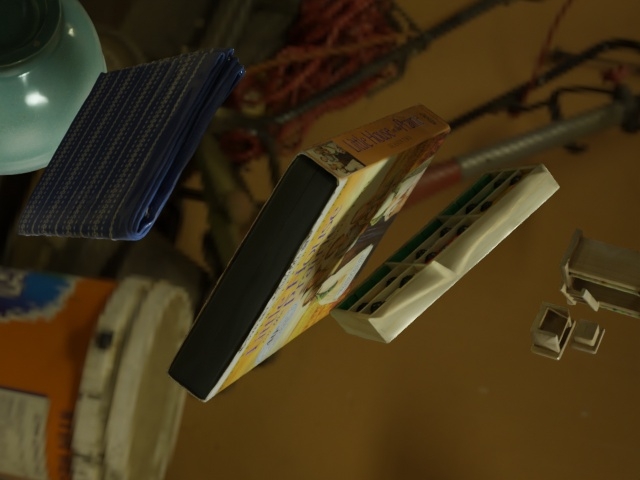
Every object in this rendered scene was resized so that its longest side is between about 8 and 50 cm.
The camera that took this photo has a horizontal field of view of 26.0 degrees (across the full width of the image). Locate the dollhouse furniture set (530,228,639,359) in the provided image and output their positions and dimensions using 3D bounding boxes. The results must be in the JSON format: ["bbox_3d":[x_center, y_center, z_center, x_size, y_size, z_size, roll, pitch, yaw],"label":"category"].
[{"bbox_3d":[0.368,0.098,1.663,0.161,0.182,0.101,-60,151,-25],"label":"dollhouse furniture set"}]

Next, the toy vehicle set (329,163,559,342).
[{"bbox_3d":[0.138,0.012,1.583,0.267,0.035,0.166,-41,-170,-12],"label":"toy vehicle set"}]

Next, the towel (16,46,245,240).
[{"bbox_3d":[-0.226,-0.104,1.595,0.336,0.040,0.243,2,-119,57],"label":"towel"}]

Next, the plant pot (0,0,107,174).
[{"bbox_3d":[-0.434,-0.260,1.861,0.196,0.293,0.293,110,-6,-66],"label":"plant pot"}]

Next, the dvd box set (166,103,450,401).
[{"bbox_3d":[0.000,0.000,1.628,0.307,0.062,0.420,-58,169,21],"label":"dvd box set"}]
